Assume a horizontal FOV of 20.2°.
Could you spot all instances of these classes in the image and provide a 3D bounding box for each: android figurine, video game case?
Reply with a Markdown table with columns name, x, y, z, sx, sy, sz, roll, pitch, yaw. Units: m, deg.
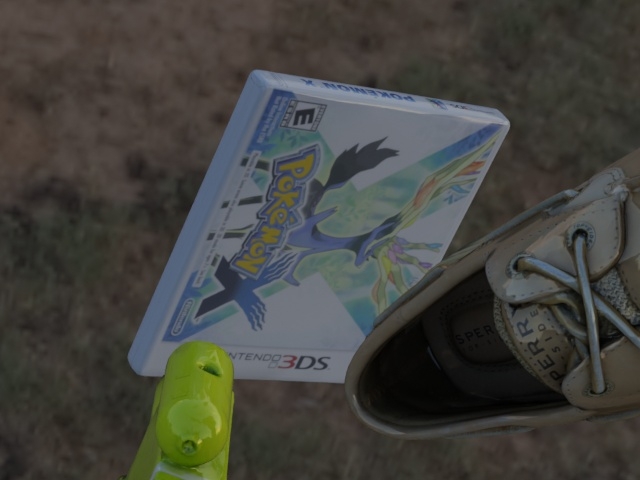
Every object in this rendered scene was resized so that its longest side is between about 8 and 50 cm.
| name | x | y | z | sx | sy | sz | roll | pitch | yaw |
| --- | --- | --- | --- | --- | --- | --- | --- | --- | --- |
| android figurine | -0.108 | 0.187 | 1.064 | 0.056 | 0.248 | 0.273 | 22 | 23 | -7 |
| video game case | 0.000 | 0.000 | 1.741 | 0.300 | 0.329 | 0.036 | 5 | 31 | -37 |

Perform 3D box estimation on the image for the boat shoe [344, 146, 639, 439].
| name | x | y | z | sx | sy | sz | roll | pitch | yaw |
| --- | --- | --- | --- | --- | --- | --- | --- | --- | --- |
| boat shoe | 0.134 | 0.032 | 0.818 | 0.110 | 0.341 | 0.122 | -31 | 89 | -35 |
